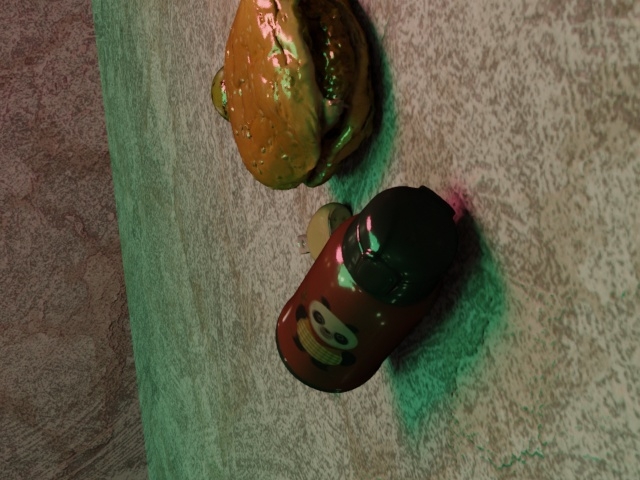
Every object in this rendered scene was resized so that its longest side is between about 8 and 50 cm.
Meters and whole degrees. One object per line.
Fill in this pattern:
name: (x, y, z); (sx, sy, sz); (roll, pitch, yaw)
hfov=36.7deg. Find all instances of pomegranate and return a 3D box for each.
pomegranate: (-0.104, -0.239, 1.471); (0.142, 0.115, 0.114); (-55, 42, 30)

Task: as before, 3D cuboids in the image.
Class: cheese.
cheese: (0.000, 0.000, 1.363); (0.192, 0.038, 0.097); (170, 92, -70)

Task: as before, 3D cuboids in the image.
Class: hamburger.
hamburger: (-0.038, -0.201, 1.232); (0.283, 0.145, 0.259); (128, 133, -57)

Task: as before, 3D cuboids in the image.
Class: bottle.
bottle: (0.051, 0.053, 1.092); (0.336, 0.144, 0.144); (119, 139, -58)
